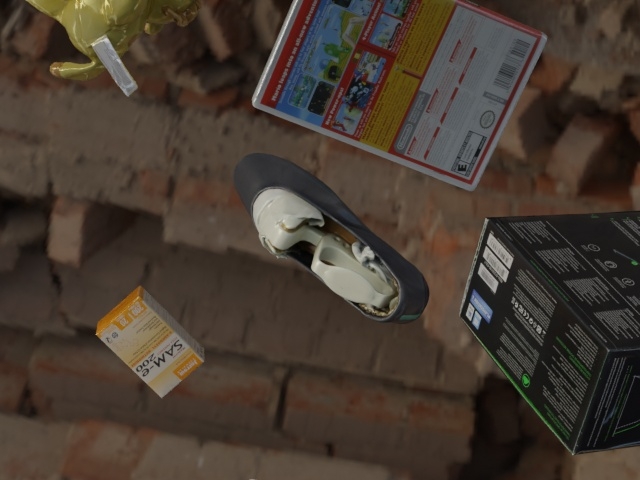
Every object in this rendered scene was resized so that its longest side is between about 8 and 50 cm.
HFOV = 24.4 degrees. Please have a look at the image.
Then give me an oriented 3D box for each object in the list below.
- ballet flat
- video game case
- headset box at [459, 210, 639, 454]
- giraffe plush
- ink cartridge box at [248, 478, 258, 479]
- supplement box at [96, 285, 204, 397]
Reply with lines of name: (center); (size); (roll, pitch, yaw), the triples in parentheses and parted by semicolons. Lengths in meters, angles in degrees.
ballet flat: (0.000, 0.000, 1.214); (0.203, 0.074, 0.074); (38, 131, 11)
video game case: (0.090, -0.196, 1.694); (0.285, 0.025, 0.204); (20, 108, -13)
headset box: (0.333, 0.084, 1.543); (0.283, 0.246, 0.131); (-4, 124, -26)
giraffe plush: (-0.181, -0.258, 1.428); (0.181, 0.170, 0.210); (-13, 104, 36)
ink cartridge box: (-0.026, 0.452, 1.528); (0.308, 0.385, 0.091); (8, 146, 34)
supplement box: (-0.174, 0.104, 1.516); (0.062, 0.036, 0.098); (-41, 107, 9)
